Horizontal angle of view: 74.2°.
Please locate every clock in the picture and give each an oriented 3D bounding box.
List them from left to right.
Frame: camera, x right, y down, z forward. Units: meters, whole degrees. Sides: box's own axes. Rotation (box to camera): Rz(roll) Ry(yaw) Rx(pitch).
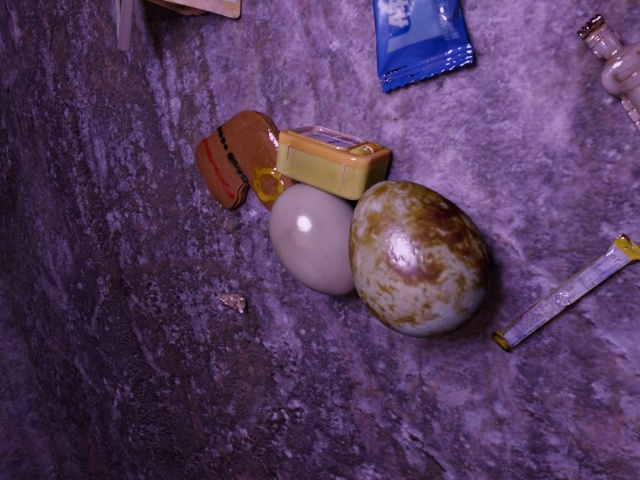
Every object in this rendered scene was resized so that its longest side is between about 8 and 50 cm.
[{"bbox_3d":[0.024,-0.162,0.843,0.202,0.143,0.096,22,122,25],"label":"clock"}]

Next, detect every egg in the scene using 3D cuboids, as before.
[{"bbox_3d":[0.000,0.000,0.877,0.188,0.188,0.254,-30,95,35],"label":"egg"},{"bbox_3d":[0.166,0.029,0.751,0.238,0.238,0.290,-32,78,35],"label":"egg"}]

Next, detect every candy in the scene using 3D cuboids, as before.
[{"bbox_3d":[0.159,-0.443,0.720,0.187,0.077,0.332,-1,103,40],"label":"candy"}]

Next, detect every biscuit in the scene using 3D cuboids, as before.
[{"bbox_3d":[-0.186,-0.163,1.032,0.277,0.052,0.262,-20,92,35],"label":"biscuit"},{"bbox_3d":[0.417,0.103,0.739,0.048,0.026,0.292,49,123,16],"label":"biscuit"}]

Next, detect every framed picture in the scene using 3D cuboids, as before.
[{"bbox_3d":[-0.407,-0.685,0.877,0.326,0.028,0.447,-34,62,56],"label":"framed picture"}]

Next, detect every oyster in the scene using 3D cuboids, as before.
[{"bbox_3d":[-0.240,0.161,1.154,0.083,0.081,0.038,28,96,-13],"label":"oyster"}]

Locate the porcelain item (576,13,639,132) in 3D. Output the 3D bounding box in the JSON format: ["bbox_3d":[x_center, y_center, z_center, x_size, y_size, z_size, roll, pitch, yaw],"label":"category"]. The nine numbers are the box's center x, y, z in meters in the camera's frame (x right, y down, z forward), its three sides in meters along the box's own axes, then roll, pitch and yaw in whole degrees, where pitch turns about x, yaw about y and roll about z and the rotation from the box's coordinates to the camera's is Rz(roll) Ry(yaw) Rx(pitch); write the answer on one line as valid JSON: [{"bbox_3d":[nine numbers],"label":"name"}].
[{"bbox_3d":[0.451,-0.231,0.603,0.084,0.054,0.213,-43,80,31],"label":"porcelain item"}]

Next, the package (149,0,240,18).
[{"bbox_3d":[-0.285,-0.654,0.889,0.165,0.221,0.312,30,119,46],"label":"package"}]
